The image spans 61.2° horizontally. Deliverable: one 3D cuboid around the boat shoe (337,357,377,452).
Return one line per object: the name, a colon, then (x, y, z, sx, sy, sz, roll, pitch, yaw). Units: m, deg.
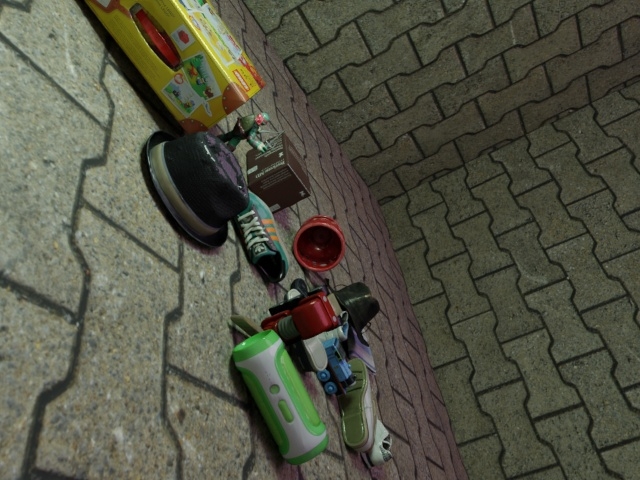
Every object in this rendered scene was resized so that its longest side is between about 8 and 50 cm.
boat shoe: (0.122, 0.538, 1.763, 0.103, 0.113, 0.303, 53, 30, -41)

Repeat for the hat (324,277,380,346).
hat: (0.143, 0.241, 2.009, 0.332, 0.133, 0.331, 60, -1, 2)

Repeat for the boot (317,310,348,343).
boot: (0.041, 0.272, 1.858, 0.095, 0.123, 0.258, 56, 18, -30)

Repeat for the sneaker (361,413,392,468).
sneaker: (0.193, 0.659, 1.819, 0.090, 0.094, 0.235, 57, 16, -21)

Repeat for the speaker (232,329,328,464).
speaker: (-0.094, 0.365, 1.269, 0.297, 0.131, 0.131, 64, 15, -3)

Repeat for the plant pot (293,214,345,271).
plant pot: (0.000, 0.000, 2.030, 0.191, 0.191, 0.174, 60, 13, -15)

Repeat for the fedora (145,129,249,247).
fedora: (-0.289, -0.153, 1.379, 0.334, 0.152, 0.334, 56, 18, -28)

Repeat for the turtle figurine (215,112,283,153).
turtle figurine: (-0.229, -0.338, 1.711, 0.118, 0.234, 0.175, 57, 17, -29)

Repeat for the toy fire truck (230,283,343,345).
toy fire truck: (-0.092, 0.209, 1.393, 0.246, 0.217, 0.159, -28, 93, -60)

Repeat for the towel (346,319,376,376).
towel: (0.140, 0.389, 2.181, 0.209, 0.034, 0.285, 47, 22, -43)

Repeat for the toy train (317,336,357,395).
toy train: (0.042, 0.399, 1.698, 0.184, 0.105, 0.080, 63, 16, -6)

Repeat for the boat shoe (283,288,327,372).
boat shoe: (-0.059, 0.269, 1.596, 0.095, 0.079, 0.255, -33, 102, -53)

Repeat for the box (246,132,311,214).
box: (-0.151, -0.241, 1.942, 0.167, 0.168, 0.203, 52, 19, -41)

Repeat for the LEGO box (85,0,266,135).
LEGO box: (-0.396, -0.572, 1.507, 0.500, 0.193, 0.372, 54, 16, -17)

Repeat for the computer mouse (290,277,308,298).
computer mouse: (-0.080, 0.213, 1.736, 0.071, 0.041, 0.242, 55, 25, -29)

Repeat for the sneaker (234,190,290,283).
sneaker: (-0.178, -0.008, 1.603, 0.302, 0.108, 0.121, 61, 11, -19)
